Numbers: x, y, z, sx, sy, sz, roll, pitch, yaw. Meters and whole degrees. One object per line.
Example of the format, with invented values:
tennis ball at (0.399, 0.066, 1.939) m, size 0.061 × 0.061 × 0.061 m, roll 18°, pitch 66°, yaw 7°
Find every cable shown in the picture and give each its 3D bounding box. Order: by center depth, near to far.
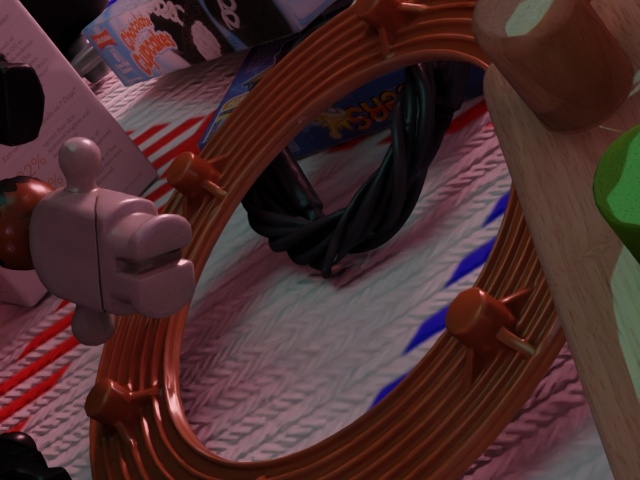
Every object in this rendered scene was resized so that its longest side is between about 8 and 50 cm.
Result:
cable at (0.010, -0.063, 0.849) m, size 0.150 × 0.047 × 0.184 m, roll -12°, pitch 54°, yaw 39°

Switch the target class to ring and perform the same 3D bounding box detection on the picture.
ring at (0.000, 0.000, 0.738) m, size 0.336 × 0.032 × 0.337 m, roll -34°, pitch 37°, yaw 30°

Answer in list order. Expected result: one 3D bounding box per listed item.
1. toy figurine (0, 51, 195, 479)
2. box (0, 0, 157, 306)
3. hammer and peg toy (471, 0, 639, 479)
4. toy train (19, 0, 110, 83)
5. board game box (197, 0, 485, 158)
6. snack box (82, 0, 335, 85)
toy figurine at (-0.184, 0.021, 0.725) m, size 0.148 × 0.213 × 0.209 m, roll 13°, pitch 70°, yaw 40°
box at (-0.216, -0.062, 1.036) m, size 0.130 × 0.170 × 0.091 m, roll -48°, pitch 27°, yaw -22°
hammer and peg toy at (0.180, -0.065, 0.486) m, size 0.266 × 0.127 × 0.361 m, roll -28°, pitch 47°, yaw 19°
toy train at (-0.298, -0.111, 1.268) m, size 0.334 × 0.142 × 0.190 m, roll -53°, pitch 20°, yaw -27°
board game box at (0.031, -0.115, 0.964) m, size 0.201 × 0.035 × 0.136 m, roll -17°, pitch 34°, yaw 36°
snack box at (-0.032, -0.197, 1.077) m, size 0.187 × 0.060 × 0.322 m, roll -43°, pitch 17°, yaw -20°
